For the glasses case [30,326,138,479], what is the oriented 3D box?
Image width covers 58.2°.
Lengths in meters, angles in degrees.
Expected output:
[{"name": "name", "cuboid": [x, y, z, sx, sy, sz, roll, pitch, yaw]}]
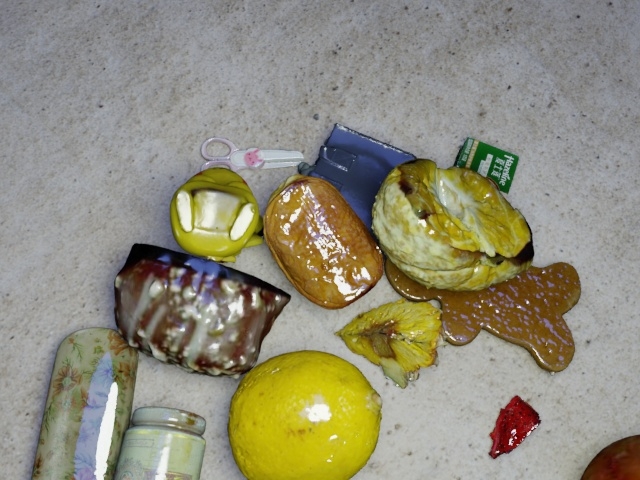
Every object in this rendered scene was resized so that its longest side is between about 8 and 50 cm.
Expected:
[{"name": "glasses case", "cuboid": [-0.449, 0.377, 1.092, 0.157, 0.098, 0.425, 4, 70, -4]}]

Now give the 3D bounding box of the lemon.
[{"name": "lemon", "cuboid": [-0.026, 0.330, 1.051, 0.310, 0.258, 0.257, -21, 70, 20]}]

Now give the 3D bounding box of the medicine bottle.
[{"name": "medicine bottle", "cuboid": [-0.301, 0.472, 1.022, 0.151, 0.151, 0.322, 7, 60, -2]}]

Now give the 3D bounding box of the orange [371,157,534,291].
[{"name": "orange", "cuboid": [0.244, -0.022, 1.154, 0.369, 0.210, 0.270, 9, 52, -33]}]

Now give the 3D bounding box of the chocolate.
[{"name": "chocolate", "cuboid": [-0.249, 0.152, 1.132, 0.340, 0.225, 0.210, 17, 78, 2]}]

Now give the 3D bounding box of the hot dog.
[{"name": "hot dog", "cuboid": [0.000, 0.000, 1.148, 0.196, 0.122, 0.272, -38, 90, -8]}]

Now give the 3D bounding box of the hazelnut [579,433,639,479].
[{"name": "hazelnut", "cuboid": [0.649, 0.539, 1.002, 0.421, 0.352, 0.420, 13, 35, -9]}]

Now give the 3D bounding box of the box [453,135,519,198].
[{"name": "box", "cuboid": [0.369, -0.128, 1.353, 0.135, 0.081, 0.199, 22, 72, 4]}]

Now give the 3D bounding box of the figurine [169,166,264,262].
[{"name": "figurine", "cuboid": [-0.201, -0.053, 1.161, 0.218, 0.326, 0.169, 15, 105, -10]}]

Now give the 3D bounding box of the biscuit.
[{"name": "biscuit", "cuboid": [0.350, 0.108, 1.272, 0.432, 0.064, 0.283, 16, 70, 5]}]

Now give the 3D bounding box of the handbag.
[{"name": "handbag", "cuboid": [0.049, -0.079, 1.288, 0.269, 0.118, 0.325, 25, 73, 2]}]

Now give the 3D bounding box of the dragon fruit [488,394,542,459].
[{"name": "dragon fruit", "cuboid": [0.383, 0.381, 1.176, 0.131, 0.097, 0.063, -44, 75, 3]}]

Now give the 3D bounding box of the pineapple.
[{"name": "pineapple", "cuboid": [0.183, 0.211, 1.191, 0.140, 0.250, 0.164, -46, 110, -37]}]

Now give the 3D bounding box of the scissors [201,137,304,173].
[{"name": "scissors", "cuboid": [-0.160, -0.189, 1.357, 0.242, 0.030, 0.118, -1, 71, -2]}]
